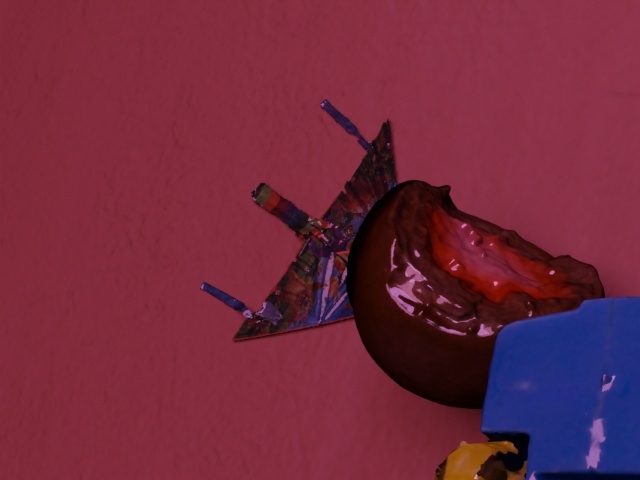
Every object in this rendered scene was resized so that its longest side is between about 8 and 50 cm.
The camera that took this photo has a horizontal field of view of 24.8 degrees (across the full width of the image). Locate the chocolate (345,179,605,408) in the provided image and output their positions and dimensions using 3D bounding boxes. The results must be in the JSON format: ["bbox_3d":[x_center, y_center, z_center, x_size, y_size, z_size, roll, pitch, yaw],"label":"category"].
[{"bbox_3d":[0.088,0.035,0.799,0.124,0.127,0.133,-35,43,-15],"label":"chocolate"}]

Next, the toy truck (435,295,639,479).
[{"bbox_3d":[0.138,0.224,0.654,0.161,0.162,0.385,-6,66,36],"label":"toy truck"}]

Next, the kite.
[{"bbox_3d":[0.000,0.000,0.961,0.160,0.010,0.183,39,97,42],"label":"kite"}]
